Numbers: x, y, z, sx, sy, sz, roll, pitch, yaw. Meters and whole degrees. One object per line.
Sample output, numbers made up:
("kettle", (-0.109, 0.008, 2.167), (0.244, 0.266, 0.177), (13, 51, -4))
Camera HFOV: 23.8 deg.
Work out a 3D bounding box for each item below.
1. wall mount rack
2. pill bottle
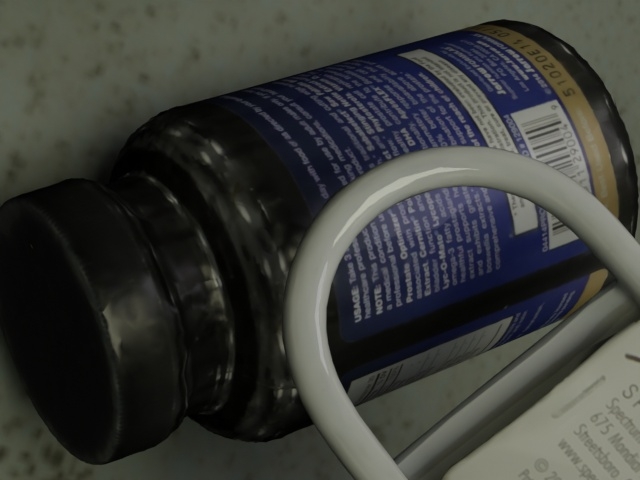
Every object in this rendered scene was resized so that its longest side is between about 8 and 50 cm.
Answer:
("wall mount rack", (0.154, 0.101, 0.484), (0.304, 0.130, 0.350), (-36, 78, -14))
("pill bottle", (0.000, 0.000, 0.552), (0.219, 0.123, 0.123), (-19, 103, -31))
